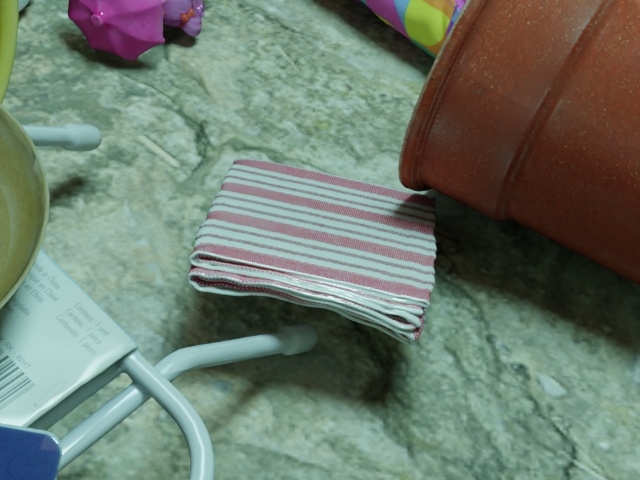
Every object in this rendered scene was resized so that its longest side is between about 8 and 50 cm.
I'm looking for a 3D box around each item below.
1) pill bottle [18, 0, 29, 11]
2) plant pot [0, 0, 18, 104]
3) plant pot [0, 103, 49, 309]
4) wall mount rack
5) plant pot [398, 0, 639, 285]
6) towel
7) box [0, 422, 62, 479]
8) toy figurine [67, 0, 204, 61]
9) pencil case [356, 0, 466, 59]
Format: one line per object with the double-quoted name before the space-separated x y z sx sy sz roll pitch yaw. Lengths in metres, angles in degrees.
"pill bottle" -0.275 -0.281 1.062 0.152 0.272 0.152 -1 46 1
"plant pot" -0.362 -0.146 0.964 0.239 0.254 0.254 18 44 33
"plant pot" -0.254 -0.009 0.758 0.236 0.032 0.236 5 47 -6
"wall mount rack" -0.169 0.038 0.856 0.350 0.130 0.304 43 57 17
"plant pot" 0.234 -0.079 0.961 0.265 0.272 0.272 33 50 14
"towel" 0.000 0.000 0.959 0.144 0.029 0.197 13 22 0
"box" -0.196 0.189 0.692 0.136 0.036 0.225 9 79 10
"toy figurine" -0.132 -0.204 1.150 0.173 0.130 0.159 13 54 -30
"pencil case" 0.060 -0.213 1.164 0.236 0.104 0.104 35 51 29
